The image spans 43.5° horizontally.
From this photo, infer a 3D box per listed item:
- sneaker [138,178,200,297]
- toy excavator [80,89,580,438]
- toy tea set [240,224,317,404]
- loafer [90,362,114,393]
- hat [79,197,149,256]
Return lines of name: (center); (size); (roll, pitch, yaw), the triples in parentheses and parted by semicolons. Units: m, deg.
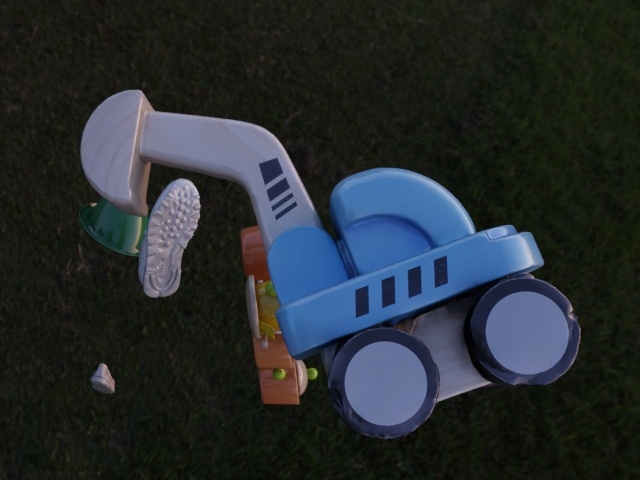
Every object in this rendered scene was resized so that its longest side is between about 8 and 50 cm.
sneaker: (-0.287, -0.014, 1.463); (0.090, 0.235, 0.095); (9, 25, -29)
toy excavator: (0.000, 0.000, 0.887); (0.433, 0.222, 0.445); (-19, 79, -2)
toy tea set: (-0.042, 0.111, 1.196); (0.124, 0.336, 0.200); (-7, 53, -4)
loafer: (-0.428, 0.276, 1.593); (0.045, 0.125, 0.039); (15, 68, -4)
hat: (-0.394, -0.099, 1.680); (0.173, 0.183, 0.208); (0, 39, -52)
